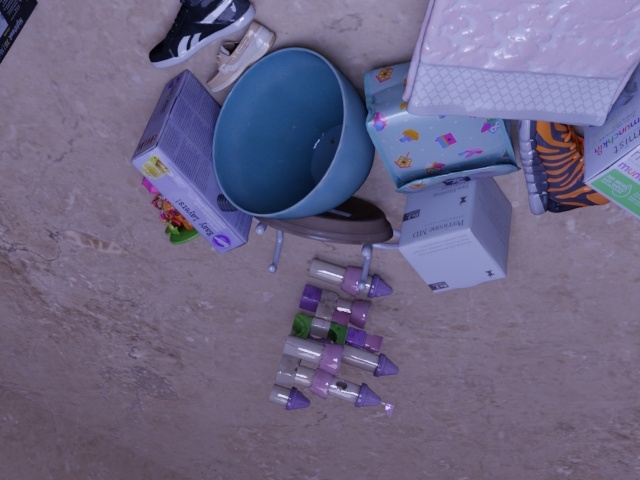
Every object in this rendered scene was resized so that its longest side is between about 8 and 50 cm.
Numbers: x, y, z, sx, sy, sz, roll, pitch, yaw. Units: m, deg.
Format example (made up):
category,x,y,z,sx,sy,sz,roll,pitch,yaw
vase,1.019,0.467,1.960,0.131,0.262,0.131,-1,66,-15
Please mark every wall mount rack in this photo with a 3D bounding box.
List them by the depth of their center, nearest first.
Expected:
category,x,y,z,sx,sy,sz,roll,pitch,yaw
wall mount rack,0.000,0.000,1.737,0.350,0.130,0.304,11,160,5

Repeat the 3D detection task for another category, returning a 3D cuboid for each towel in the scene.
category,x,y,z,sx,sy,sz,roll,pitch,yaw
towel,0.303,-0.287,1.200,0.332,0.053,0.317,3,141,-10

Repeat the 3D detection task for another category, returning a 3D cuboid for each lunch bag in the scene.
category,x,y,z,sx,sy,sz,roll,pitch,yaw
lunch bag,0.212,-0.180,1.472,0.223,0.160,0.262,-12,139,15

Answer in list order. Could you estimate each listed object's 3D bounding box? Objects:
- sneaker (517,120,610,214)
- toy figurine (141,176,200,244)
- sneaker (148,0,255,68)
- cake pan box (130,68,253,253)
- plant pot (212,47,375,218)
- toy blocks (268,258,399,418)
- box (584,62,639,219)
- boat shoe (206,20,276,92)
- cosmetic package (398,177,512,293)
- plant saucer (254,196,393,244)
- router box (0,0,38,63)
category,x,y,z,sx,sy,sz,roll,pitch,yaw
sneaker,0.433,-0.166,1.472,0.180,0.124,0.321,-6,148,18
toy figurine,-0.313,-0.093,1.810,0.173,0.130,0.159,3,132,53
sneaker,-0.226,-0.381,1.446,0.217,0.079,0.121,-22,126,26
cake pan box,-0.208,-0.147,1.564,0.070,0.267,0.246,-23,125,25
plant pot,-0.018,-0.163,1.510,0.290,0.290,0.195,-18,159,34
toy blocks,0.054,0.248,1.936,0.260,0.288,0.309,17,139,0
box,0.554,-0.136,1.363,0.262,0.231,0.127,29,139,-18
boat shoe,-0.149,-0.322,1.502,0.059,0.063,0.170,41,128,-21
cosmetic package,0.256,-0.026,1.625,0.151,0.183,0.151,-17,132,32
plant saucer,0.005,-0.053,1.646,0.278,0.278,0.041,12,106,3
router box,-0.588,-0.384,1.363,0.081,0.309,0.243,-4,137,17
